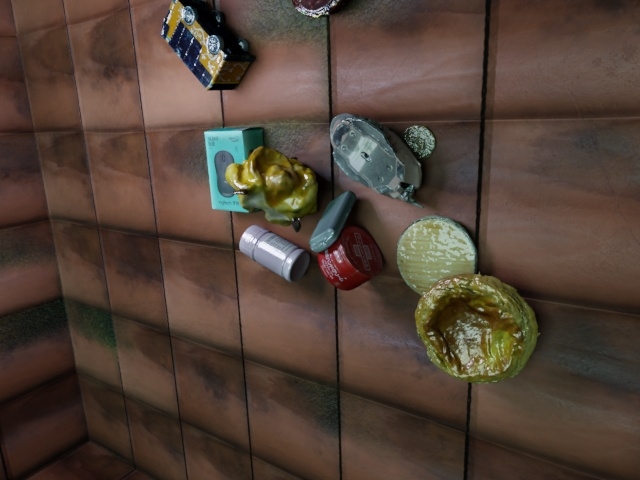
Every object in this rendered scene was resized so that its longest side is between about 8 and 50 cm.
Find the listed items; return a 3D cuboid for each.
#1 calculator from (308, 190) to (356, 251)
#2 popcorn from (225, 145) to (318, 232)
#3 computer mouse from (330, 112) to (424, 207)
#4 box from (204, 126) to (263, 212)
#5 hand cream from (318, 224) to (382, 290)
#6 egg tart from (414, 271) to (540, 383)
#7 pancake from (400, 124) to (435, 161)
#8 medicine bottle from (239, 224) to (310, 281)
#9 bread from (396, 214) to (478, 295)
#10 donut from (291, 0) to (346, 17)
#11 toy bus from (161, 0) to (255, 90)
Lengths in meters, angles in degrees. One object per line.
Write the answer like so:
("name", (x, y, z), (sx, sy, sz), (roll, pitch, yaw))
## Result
("calculator", (0.040, -0.066, 1.532), (0.045, 0.246, 0.141), (38, 145, -17))
("popcorn", (-0.144, -0.189, 1.610), (0.297, 0.281, 0.316), (-4, 140, 30))
("computer mouse", (0.191, -0.252, 1.438), (0.389, 0.115, 0.199), (43, 140, 4))
("box", (-0.319, -0.268, 1.778), (0.204, 0.118, 0.312), (7, 107, 31))
("hand cream", (0.097, 0.059, 1.536), (0.125, 0.193, 0.193), (-39, 80, 38))
("egg tart", (0.449, 0.244, 1.358), (0.351, 0.150, 0.353), (9, 112, 22))
("pancake", (0.291, -0.292, 1.414), (0.114, 0.011, 0.115), (10, 108, 32))
("medicine bottle", (-0.173, 0.046, 1.755), (0.249, 0.133, 0.134), (26, 116, 25))
("bread", (0.358, 0.053, 1.446), (0.266, 0.040, 0.267), (9, 108, 32))
("donut", (0.009, -0.796, 1.423), (0.234, 0.089, 0.235), (10, 107, 33))
("toy bus", (-0.414, -0.711, 1.697), (0.323, 0.161, 0.194), (50, 127, 11))
